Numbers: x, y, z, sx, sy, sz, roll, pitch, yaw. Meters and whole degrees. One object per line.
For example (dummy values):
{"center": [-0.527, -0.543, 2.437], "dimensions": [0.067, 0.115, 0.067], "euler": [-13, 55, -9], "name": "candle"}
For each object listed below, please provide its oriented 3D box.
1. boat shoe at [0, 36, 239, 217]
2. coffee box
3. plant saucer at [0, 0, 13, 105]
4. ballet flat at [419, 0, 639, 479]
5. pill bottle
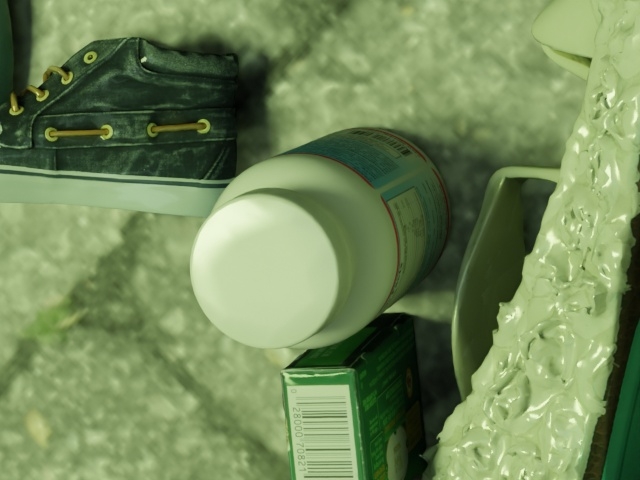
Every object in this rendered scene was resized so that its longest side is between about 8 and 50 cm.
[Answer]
{"center": [-0.129, -0.060, 0.937], "dimensions": [0.183, 0.065, 0.083], "euler": [4, 95, -5], "name": "boat shoe"}
{"center": [0.022, 0.136, 0.910], "dimensions": [0.040, 0.113, 0.184], "euler": [-3, 100, 17], "name": "coffee box"}
{"center": [-0.314, -0.102, 0.986], "dimensions": [0.317, 0.044, 0.318], "euler": [4, 108, 13], "name": "plant saucer"}
{"center": [0.133, -0.031, 0.840], "dimensions": [0.147, 0.147, 0.409], "euler": [21, 105, 13], "name": "ballet flat"}
{"center": [0.000, 0.000, 0.866], "dimensions": [0.087, 0.160, 0.087], "euler": [3, 100, 17], "name": "pill bottle"}
